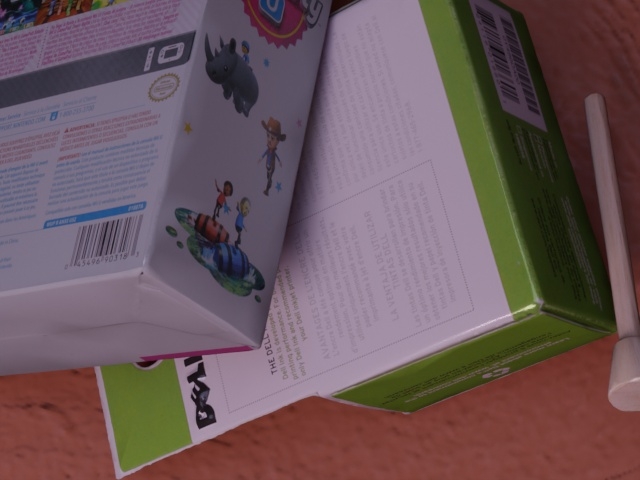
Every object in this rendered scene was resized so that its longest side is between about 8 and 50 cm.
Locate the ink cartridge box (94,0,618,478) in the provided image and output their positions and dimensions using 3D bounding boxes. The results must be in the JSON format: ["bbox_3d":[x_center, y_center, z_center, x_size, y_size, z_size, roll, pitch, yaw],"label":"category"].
[{"bbox_3d":[0.000,0.000,0.953,0.255,0.097,0.189,-25,68,27],"label":"ink cartridge box"}]

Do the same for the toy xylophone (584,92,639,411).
[{"bbox_3d":[0.241,-0.035,0.862,0.236,0.081,0.323,-26,44,37],"label":"toy xylophone"}]

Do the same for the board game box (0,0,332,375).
[{"bbox_3d":[-0.110,-0.091,0.933,0.224,0.097,0.303,-8,62,37],"label":"board game box"}]
